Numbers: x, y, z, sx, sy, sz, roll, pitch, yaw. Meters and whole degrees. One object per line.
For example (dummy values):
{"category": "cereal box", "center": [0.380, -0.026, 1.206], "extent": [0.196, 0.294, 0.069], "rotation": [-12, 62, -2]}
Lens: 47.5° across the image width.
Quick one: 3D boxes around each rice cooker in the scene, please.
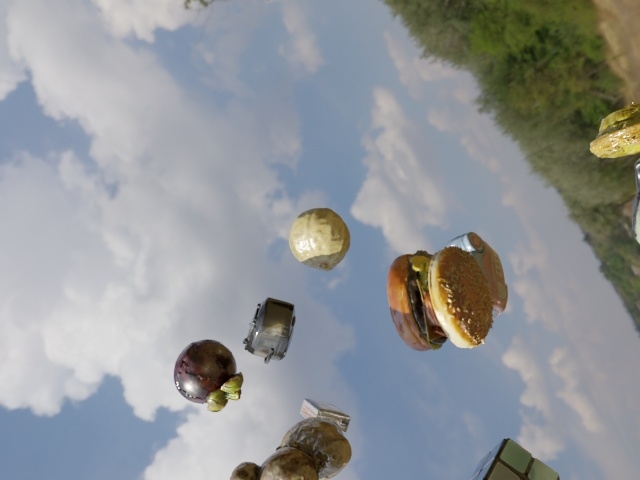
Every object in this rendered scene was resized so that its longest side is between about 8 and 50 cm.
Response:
{"category": "rice cooker", "center": [-0.112, 0.205, 1.660], "extent": [0.106, 0.165, 0.112], "rotation": [22, -142, -10]}

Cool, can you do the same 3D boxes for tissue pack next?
{"category": "tissue pack", "center": [0.013, 0.555, 2.302], "extent": [0.116, 0.065, 0.155], "rotation": [18, 174, -18]}

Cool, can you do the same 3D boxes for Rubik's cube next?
{"category": "Rubik's cube", "center": [0.497, 0.664, 1.922], "extent": [0.180, 0.183, 0.167], "rotation": [36, -130, 10]}

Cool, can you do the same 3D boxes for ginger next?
{"category": "ginger", "center": [-0.064, 0.538, 1.741], "extent": [0.304, 0.245, 0.155], "rotation": [-18, -81, -46]}

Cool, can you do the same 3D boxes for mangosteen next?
{"category": "mangosteen", "center": [-0.260, 0.324, 1.724], "extent": [0.180, 0.166, 0.166], "rotation": [38, -167, 20]}

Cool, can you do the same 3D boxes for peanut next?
{"category": "peanut", "center": [0.000, 0.000, 1.687], "extent": [0.159, 0.141, 0.109], "rotation": [66, -146, -31]}

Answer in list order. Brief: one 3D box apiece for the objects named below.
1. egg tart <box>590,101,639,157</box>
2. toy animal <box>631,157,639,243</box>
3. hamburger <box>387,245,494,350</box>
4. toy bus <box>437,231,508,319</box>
{"category": "egg tart", "center": [0.646, -0.226, 1.468], "extent": [0.213, 0.213, 0.090], "rotation": [3, -104, -66]}
{"category": "toy animal", "center": [0.431, -0.060, 0.876], "extent": [0.225, 0.094, 0.121], "rotation": [72, -147, -65]}
{"category": "hamburger", "center": [0.320, 0.151, 1.889], "extent": [0.291, 0.225, 0.290], "rotation": [31, -129, -49]}
{"category": "toy bus", "center": [0.471, 0.132, 2.241], "extent": [0.232, 0.197, 0.294], "rotation": [27, -133, -27]}
